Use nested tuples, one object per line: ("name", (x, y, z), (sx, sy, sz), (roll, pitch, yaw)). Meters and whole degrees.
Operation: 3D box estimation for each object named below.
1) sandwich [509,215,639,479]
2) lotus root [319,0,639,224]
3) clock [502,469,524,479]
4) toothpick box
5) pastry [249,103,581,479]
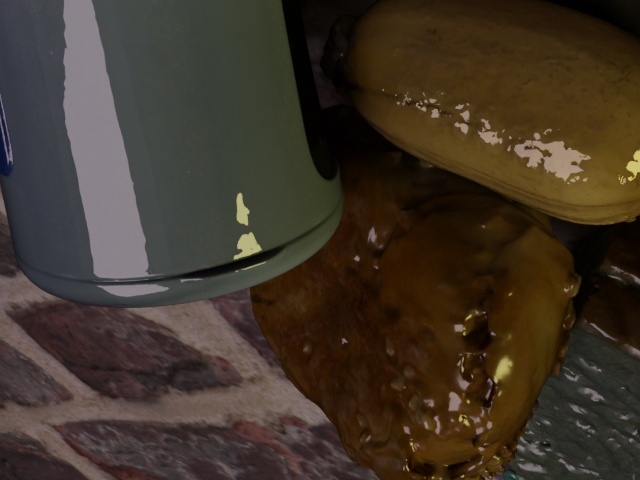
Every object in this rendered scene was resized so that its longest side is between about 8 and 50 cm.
("sandwich", (0.274, 0.132, 1.466), (0.262, 0.131, 0.325), (30, 152, 0))
("lotus root", (0.143, -0.096, 1.242), (0.303, 0.131, 0.146), (23, 173, 17))
("clock", (0.257, 0.234, 1.713), (0.148, 0.060, 0.188), (39, 151, -15))
("toothpick box", (-0.133, -0.153, 1.229), (0.263, 0.263, 0.354), (9, 118, 35))
("pastry", (0.077, 0.035, 1.381), (0.311, 0.162, 0.255), (56, 131, 37))
